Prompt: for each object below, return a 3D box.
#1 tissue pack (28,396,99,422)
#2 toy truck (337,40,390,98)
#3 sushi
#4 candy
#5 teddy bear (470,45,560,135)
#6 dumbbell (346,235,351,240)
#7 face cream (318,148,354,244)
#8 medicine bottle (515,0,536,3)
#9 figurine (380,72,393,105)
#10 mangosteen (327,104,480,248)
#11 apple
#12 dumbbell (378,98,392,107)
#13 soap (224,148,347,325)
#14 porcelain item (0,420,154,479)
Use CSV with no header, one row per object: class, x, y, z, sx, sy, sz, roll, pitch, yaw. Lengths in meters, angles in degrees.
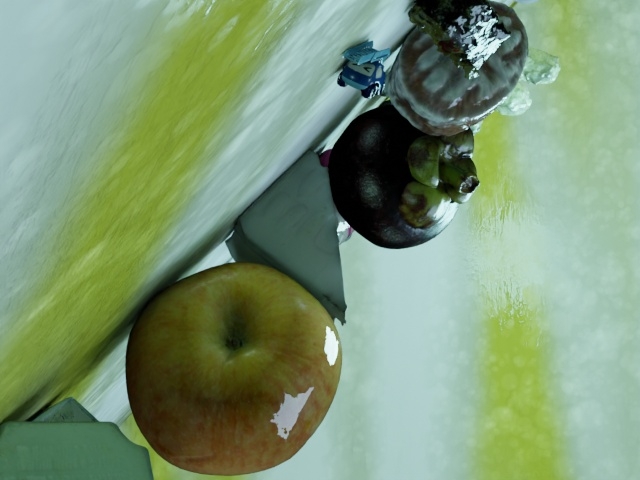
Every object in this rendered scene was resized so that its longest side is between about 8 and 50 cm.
tissue pack,-0.506,0.426,1.722,0.263,0.146,0.198,-46,177,26
toy truck,0.059,-0.249,1.458,0.136,0.063,0.074,-40,153,-62
sushi,0.218,-0.364,1.615,0.115,0.147,0.212,-41,162,13
candy,0.257,-0.323,1.856,0.289,0.214,0.157,-41,175,-20
teddy bear,0.363,-0.301,2.319,0.327,0.375,0.362,130,-27,-49
dumbbell,-0.088,0.037,2.396,0.406,0.179,0.179,-47,178,-6
face cream,0.009,-0.078,2.164,0.195,0.175,0.175,-47,179,-26
medicine bottle,0.427,-0.556,1.922,0.139,0.139,0.225,-46,178,-7
figurine,0.197,-0.354,2.059,0.205,0.103,0.260,-7,164,-20
mangosteen,0.165,-0.142,1.982,0.313,0.297,0.297,-48,178,30
apple,-0.156,0.223,1.774,0.391,0.391,0.346,-46,158,-24
dumbbell,0.218,-0.296,2.555,0.152,0.152,0.218,-47,178,15
soap,0.000,0.000,1.942,0.258,0.302,0.159,-45,170,-26
porcelain item,-0.390,0.418,1.464,0.285,0.281,0.157,5,139,-33
